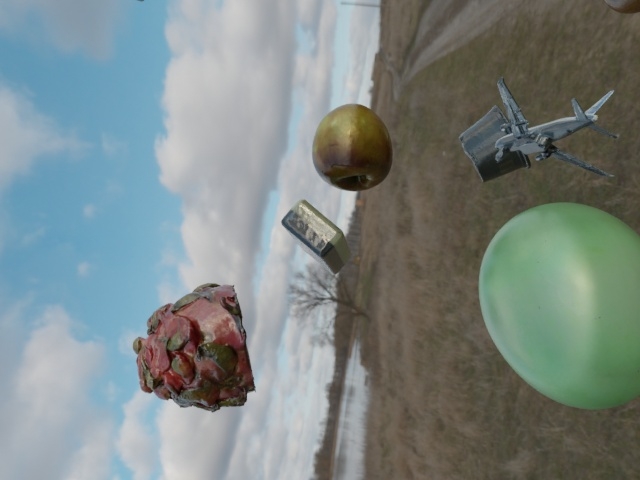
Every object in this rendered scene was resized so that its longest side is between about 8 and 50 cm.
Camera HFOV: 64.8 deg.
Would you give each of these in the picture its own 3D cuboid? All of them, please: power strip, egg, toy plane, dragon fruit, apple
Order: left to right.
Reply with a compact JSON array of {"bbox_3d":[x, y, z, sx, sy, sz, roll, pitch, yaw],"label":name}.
[{"bbox_3d":[-0.308,0.248,1.199,0.296,0.263,0.314,-125,25,-63],"label":"dragon fruit"},{"bbox_3d":[0.000,0.000,0.997,0.070,0.105,0.256,-48,-13,-5],"label":"power strip"},{"bbox_3d":[0.065,-0.181,0.975,0.146,0.163,0.147,-23,61,44],"label":"apple"},{"bbox_3d":[0.324,-0.156,0.742,0.058,0.226,0.226,-58,13,-17],"label":"toy plane"},{"bbox_3d":[0.325,0.079,0.657,0.220,0.220,0.269,88,173,-63],"label":"egg"}]

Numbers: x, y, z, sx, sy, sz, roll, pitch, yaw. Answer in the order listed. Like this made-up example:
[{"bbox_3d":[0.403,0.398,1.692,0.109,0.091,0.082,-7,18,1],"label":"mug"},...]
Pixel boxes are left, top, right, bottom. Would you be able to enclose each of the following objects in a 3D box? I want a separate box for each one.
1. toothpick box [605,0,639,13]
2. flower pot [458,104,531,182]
[{"bbox_3d":[0.770,-0.606,1.080,0.294,0.192,0.192,-162,78,-72],"label":"toothpick box"},{"bbox_3d":[0.375,-0.201,1.105,0.157,0.107,0.157,52,-162,-25],"label":"flower pot"}]
